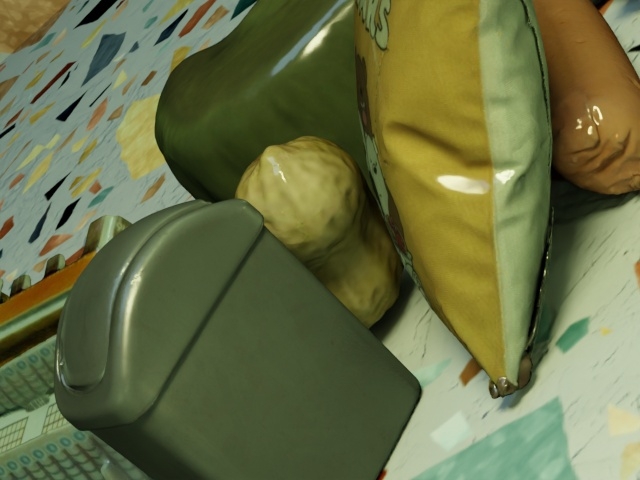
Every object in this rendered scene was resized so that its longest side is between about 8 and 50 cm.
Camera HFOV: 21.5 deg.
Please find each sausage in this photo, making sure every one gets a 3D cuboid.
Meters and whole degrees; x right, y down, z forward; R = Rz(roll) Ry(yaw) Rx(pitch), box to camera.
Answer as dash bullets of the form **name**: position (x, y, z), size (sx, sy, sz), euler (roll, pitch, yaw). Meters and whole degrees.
- **sausage**: position (0.185, -0.119, 1.238), size (0.086, 0.086, 0.289), euler (-41, 22, 15)

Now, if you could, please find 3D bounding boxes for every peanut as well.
- **peanut**: position (0.000, 0.000, 1.232), size (0.110, 0.236, 0.120), euler (8, 69, 15)

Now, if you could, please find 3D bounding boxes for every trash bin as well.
- **trash bin**: position (-0.060, 0.088, 1.126), size (0.101, 0.236, 0.176), euler (-17, 37, 52)

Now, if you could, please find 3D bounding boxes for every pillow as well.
- **pillow**: position (0.086, -0.096, 1.144), size (0.119, 0.312, 0.310), euler (-6, 24, -1)

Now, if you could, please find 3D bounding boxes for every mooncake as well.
- **mooncake**: position (0.022, -0.148, 1.460), size (0.351, 0.187, 0.351), euler (-39, 19, 16)

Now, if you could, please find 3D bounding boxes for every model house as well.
- **model house**: position (-0.158, 0.132, 1.289), size (0.224, 0.198, 0.215), euler (-25, 47, 40)

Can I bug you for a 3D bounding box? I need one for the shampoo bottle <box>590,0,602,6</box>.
- **shampoo bottle**: position (0.217, -0.258, 1.447), size (0.098, 0.071, 0.309), euler (-42, 24, 4)
